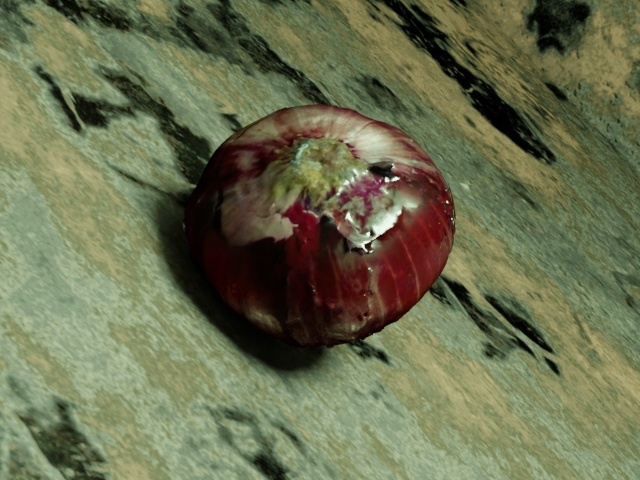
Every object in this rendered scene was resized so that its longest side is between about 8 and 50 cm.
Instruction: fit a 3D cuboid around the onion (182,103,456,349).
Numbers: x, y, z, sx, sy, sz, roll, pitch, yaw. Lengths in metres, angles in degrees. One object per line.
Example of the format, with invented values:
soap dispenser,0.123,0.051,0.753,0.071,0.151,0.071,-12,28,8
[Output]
onion,0.000,0.000,1.660,0.252,0.219,0.252,1,41,-1
